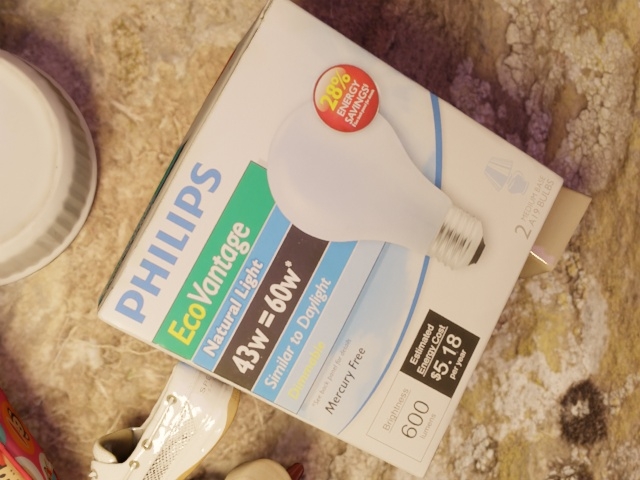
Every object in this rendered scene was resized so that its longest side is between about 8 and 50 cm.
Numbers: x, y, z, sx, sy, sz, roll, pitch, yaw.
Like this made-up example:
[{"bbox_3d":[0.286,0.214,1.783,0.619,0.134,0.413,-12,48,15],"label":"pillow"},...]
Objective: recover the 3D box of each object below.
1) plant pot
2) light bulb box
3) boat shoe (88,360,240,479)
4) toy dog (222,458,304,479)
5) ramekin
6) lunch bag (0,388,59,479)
[{"bbox_3d":[0.262,-0.026,0.952,0.096,0.109,0.109,32,80,1],"label":"plant pot"},{"bbox_3d":[0.000,0.000,0.813,0.361,0.225,0.358,29,82,-13],"label":"light bulb box"},{"bbox_3d":[-0.202,0.241,0.794,0.096,0.098,0.277,37,97,-13],"label":"boat shoe"},{"bbox_3d":[-0.041,0.386,0.826,0.161,0.220,0.334,-14,101,-47],"label":"toy dog"},{"bbox_3d":[-0.371,-0.083,0.765,0.272,0.127,0.273,0,88,-16],"label":"ramekin"},{"bbox_3d":[-0.422,0.242,0.722,0.258,0.120,0.293,-30,109,-14],"label":"lunch bag"}]
